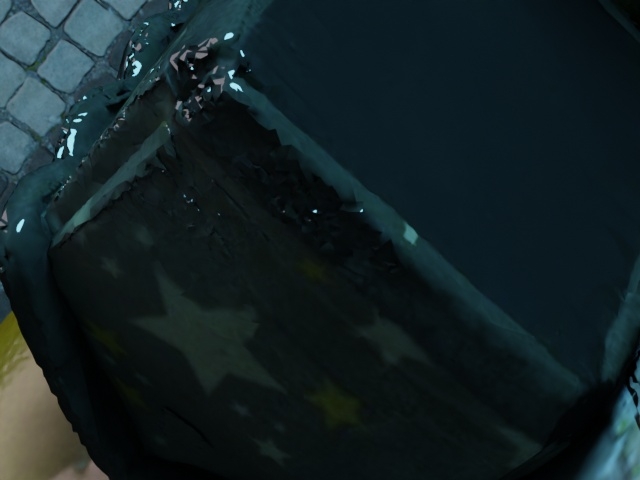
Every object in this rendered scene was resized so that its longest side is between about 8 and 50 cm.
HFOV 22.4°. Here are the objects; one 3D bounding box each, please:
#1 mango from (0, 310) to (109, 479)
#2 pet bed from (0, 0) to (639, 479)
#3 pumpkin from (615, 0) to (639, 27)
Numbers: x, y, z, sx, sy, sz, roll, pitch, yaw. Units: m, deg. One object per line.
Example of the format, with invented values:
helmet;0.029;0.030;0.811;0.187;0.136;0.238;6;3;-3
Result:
mango;-0.081;0.111;0.657;0.136;0.166;0.236;63;-153;-52
pet bed;0.009;-0.013;0.546;0.159;0.183;0.211;-38;18;38
pumpkin;0.149;-0.232;0.615;0.293;0.197;0.263;-46;8;29
